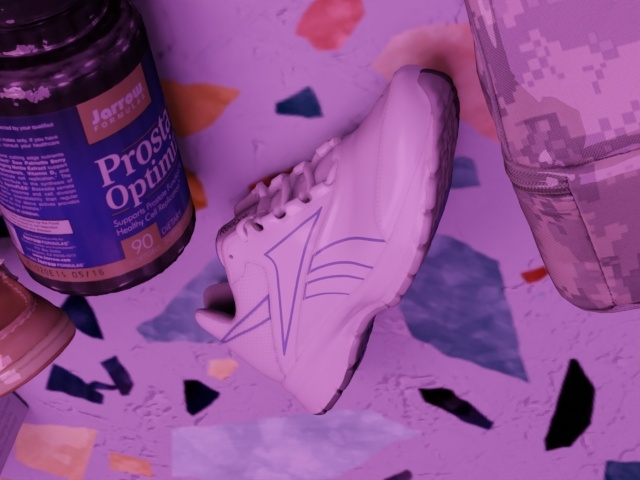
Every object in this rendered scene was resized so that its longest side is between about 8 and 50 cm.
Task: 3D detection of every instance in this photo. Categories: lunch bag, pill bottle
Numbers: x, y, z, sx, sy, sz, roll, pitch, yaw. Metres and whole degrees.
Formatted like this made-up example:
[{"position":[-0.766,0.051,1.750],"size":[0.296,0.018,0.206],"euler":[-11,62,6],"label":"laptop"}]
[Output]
[{"position":[0.215,-0.141,0.637],"size":[0.305,0.213,0.256],"euler":[-14,127,21],"label":"lunch bag"},{"position":[-0.158,-0.082,0.826],"size":[0.122,0.123,0.219],"euler":[-1,131,13],"label":"pill bottle"}]

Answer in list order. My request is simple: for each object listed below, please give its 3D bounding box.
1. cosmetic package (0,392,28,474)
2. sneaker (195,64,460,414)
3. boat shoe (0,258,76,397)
[{"position":[-0.366,0.190,1.110],"size":[0.231,0.117,0.085],"euler":[-20,125,28],"label":"cosmetic package"},{"position":[0.000,0.000,0.879],"size":[0.129,0.111,0.297],"euler":[25,130,-3],"label":"sneaker"},{"position":[-0.281,0.044,0.922],"size":[0.285,0.104,0.089],"euler":[5,129,43],"label":"boat shoe"}]
